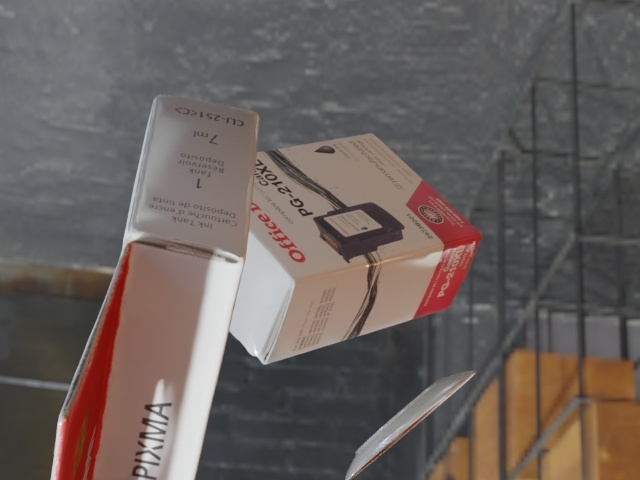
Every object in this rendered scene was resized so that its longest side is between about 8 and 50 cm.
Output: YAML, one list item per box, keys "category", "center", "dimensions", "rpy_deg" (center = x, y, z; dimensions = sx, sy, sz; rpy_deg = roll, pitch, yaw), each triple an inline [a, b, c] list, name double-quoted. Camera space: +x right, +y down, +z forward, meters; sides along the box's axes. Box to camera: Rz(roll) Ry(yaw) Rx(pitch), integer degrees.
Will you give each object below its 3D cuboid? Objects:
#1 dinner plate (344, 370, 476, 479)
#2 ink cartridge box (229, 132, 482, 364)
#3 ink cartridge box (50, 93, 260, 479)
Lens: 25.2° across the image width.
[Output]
- category: "dinner plate"
  center: [0.068, 0.147, 1.159]
  dimensions: [0.017, 0.141, 0.141]
  rpy_deg: [48, 153, 9]
- category: "ink cartridge box"
  center: [0.000, 0.000, 1.314]
  dimensions: [0.237, 0.172, 0.100]
  rpy_deg: [-13, 137, -40]
- category: "ink cartridge box"
  center: [-0.097, 0.114, 0.765]
  dimensions: [0.066, 0.261, 0.296]
  rpy_deg: [11, 127, -5]
